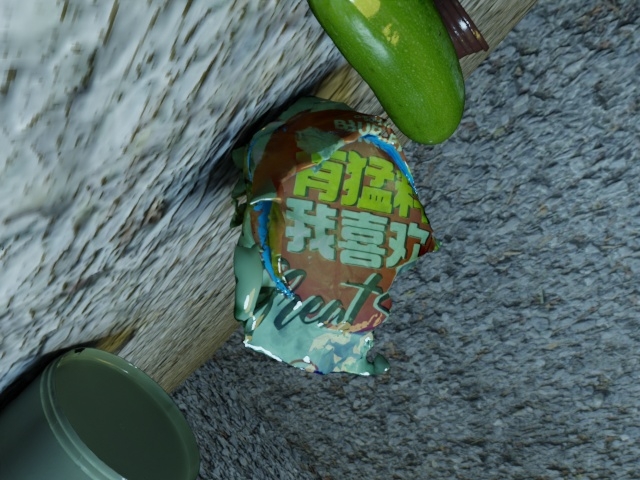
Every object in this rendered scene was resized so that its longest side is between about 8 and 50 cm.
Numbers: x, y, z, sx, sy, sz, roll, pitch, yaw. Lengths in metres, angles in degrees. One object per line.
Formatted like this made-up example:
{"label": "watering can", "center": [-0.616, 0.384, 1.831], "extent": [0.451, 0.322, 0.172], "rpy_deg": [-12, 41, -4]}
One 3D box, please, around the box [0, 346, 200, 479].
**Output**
{"label": "box", "center": [-0.276, 0.259, 0.573], "extent": [0.149, 0.226, 0.226], "rpy_deg": [-44, 176, -1]}

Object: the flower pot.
{"label": "flower pot", "center": [0.111, -0.219, 0.513], "extent": [0.089, 0.111, 0.111], "rpy_deg": [-35, -179, 26]}

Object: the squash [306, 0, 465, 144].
{"label": "squash", "center": [0.073, -0.158, 0.416], "extent": [0.082, 0.082, 0.292], "rpy_deg": [-45, 154, 11]}

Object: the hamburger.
{"label": "hamburger", "center": [-0.008, 0.001, 0.531], "extent": [0.150, 0.260, 0.276], "rpy_deg": [3, -123, 54]}
